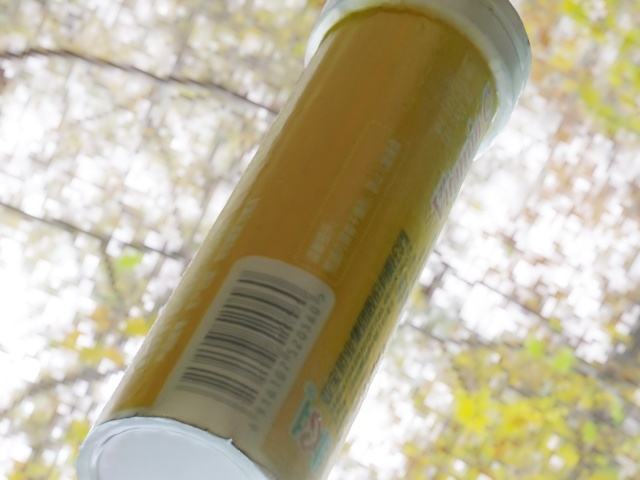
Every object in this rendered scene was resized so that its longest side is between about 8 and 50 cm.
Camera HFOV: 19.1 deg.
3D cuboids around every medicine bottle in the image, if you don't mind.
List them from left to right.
[{"bbox_3d":[0.000,0.000,0.557,0.074,0.074,0.218,27,-136,1],"label":"medicine bottle"}]
